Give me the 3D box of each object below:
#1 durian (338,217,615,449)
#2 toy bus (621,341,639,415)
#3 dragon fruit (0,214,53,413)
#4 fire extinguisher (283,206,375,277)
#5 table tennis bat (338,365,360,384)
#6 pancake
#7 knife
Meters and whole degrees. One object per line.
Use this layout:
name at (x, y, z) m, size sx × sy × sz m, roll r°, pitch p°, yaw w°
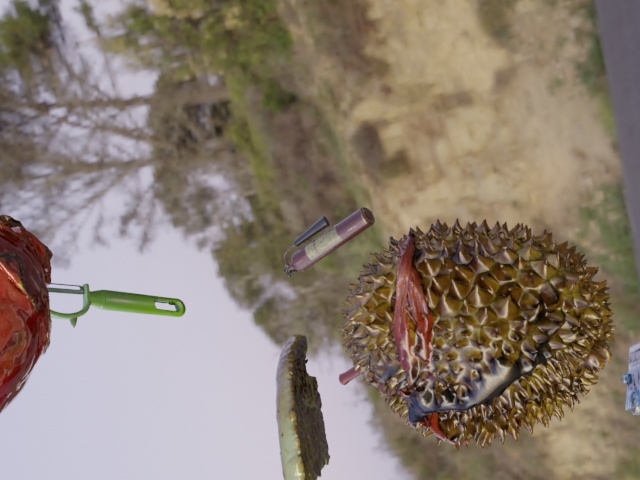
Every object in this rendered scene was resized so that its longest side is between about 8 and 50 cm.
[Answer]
durian at (0.212, 0.124, 1.689) m, size 0.347 × 0.384 × 0.348 m, roll -34°, pitch -50°, yaw -55°
toy bus at (0.566, 0.216, 1.956) m, size 0.297 × 0.106 × 0.131 m, roll 84°, pitch -170°, yaw -80°
dragon fruit at (-0.361, 0.072, 1.112) m, size 0.252 × 0.241 × 0.241 m, roll -93°, pitch -12°, yaw -71°
fire extinguisher at (0.000, 0.000, 1.708) m, size 0.049 × 0.173 × 0.035 m, roll 47°, pitch -149°, yaw -14°
table tennis bat at (0.088, 0.214, 2.143) m, size 0.019 × 0.154 × 0.098 m, roll 16°, pitch -129°, yaw -39°
pancake at (-0.032, 0.294, 1.949) m, size 0.376 × 0.054 × 0.197 m, roll -91°, pitch -20°, yaw -49°
knife at (-0.241, 0.079, 1.432) m, size 0.212 × 0.015 × 0.054 m, roll 9°, pitch -117°, yaw -44°
